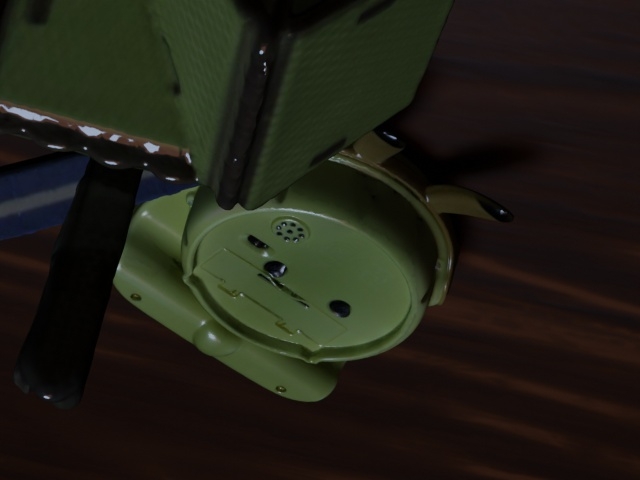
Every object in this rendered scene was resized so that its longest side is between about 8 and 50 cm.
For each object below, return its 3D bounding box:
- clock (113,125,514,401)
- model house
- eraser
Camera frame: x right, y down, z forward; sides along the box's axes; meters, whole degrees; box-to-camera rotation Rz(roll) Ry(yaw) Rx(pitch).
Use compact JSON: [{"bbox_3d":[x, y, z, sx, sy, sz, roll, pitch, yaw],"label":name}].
[{"bbox_3d":[0.000,0.000,0.864,0.170,0.069,0.232,35,137,-21],"label":"clock"},{"bbox_3d":[-0.055,-0.077,0.635,0.205,0.278,0.218,16,142,-2],"label":"model house"},{"bbox_3d":[-0.156,-0.024,0.791,0.082,0.225,0.036,-1,104,64],"label":"eraser"}]
